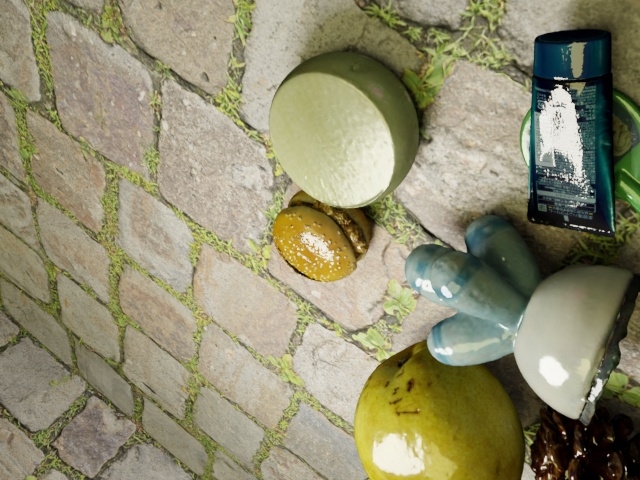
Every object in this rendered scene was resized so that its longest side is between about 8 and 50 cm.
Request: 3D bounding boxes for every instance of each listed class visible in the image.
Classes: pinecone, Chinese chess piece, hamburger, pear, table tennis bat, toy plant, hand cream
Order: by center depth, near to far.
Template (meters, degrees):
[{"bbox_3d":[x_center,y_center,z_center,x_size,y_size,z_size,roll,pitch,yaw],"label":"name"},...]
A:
[{"bbox_3d":[0.319,-0.126,0.708,0.120,0.061,0.270,14,129,39],"label":"hand cream"},{"bbox_3d":[0.380,-0.097,0.730,0.257,0.039,0.160,44,139,6],"label":"table tennis bat"},{"bbox_3d":[0.276,0.096,0.832,0.332,0.247,0.247,23,133,29],"label":"toy plant"},{"bbox_3d":[0.036,-0.174,0.890,0.250,0.101,0.250,21,132,25],"label":"Chinese chess piece"},{"bbox_3d":[0.452,0.369,0.914,0.221,0.221,0.221,21,132,25],"label":"pinecone"},{"bbox_3d":[0.214,0.331,1.008,0.304,0.304,0.304,21,132,25],"label":"pear"},{"bbox_3d":[0.005,-0.003,1.018,0.191,0.118,0.182,5,142,34],"label":"hamburger"}]
